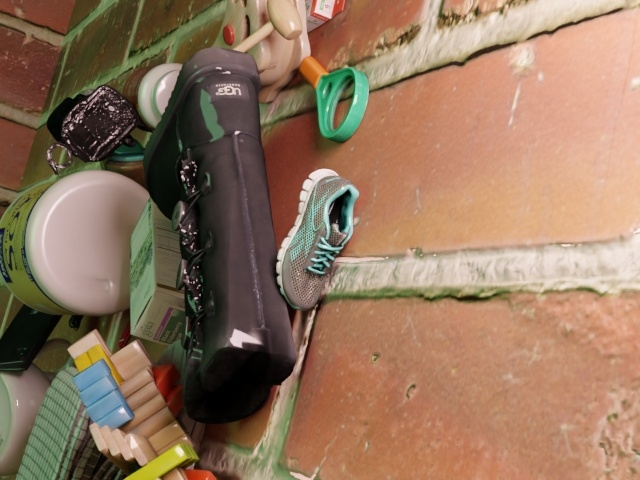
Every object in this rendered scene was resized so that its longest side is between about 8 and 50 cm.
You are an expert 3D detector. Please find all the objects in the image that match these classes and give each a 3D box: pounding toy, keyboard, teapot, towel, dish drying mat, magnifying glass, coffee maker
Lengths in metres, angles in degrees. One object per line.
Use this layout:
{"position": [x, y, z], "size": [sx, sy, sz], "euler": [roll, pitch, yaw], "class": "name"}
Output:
{"position": [-0.114, -0.293, 1.696], "size": [0.269, 0.154, 0.154], "euler": [-39, 65, 57], "class": "pounding toy"}
{"position": [-0.493, 0.124, 2.320], "size": [0.201, 0.033, 0.317], "euler": [-9, 39, 34], "class": "keyboard"}
{"position": [-0.588, 0.330, 2.367], "size": [0.256, 0.187, 0.253], "euler": [-13, 79, 35], "class": "teapot"}
{"position": [-0.387, 0.354, 1.953], "size": [0.235, 0.121, 0.284], "euler": [5, 77, 66], "class": "towel"}
{"position": [-0.329, 0.150, 2.111], "size": [0.083, 0.008, 0.032], "euler": [-61, 24, 24], "class": "dish drying mat"}
{"position": [0.012, -0.192, 1.564], "size": [0.092, 0.026, 0.231], "euler": [-65, 25, 16], "class": "magnifying glass"}
{"position": [-0.418, -0.196, 2.134], "size": [0.178, 0.171, 0.120], "euler": [13, 125, 68], "class": "coffee maker"}

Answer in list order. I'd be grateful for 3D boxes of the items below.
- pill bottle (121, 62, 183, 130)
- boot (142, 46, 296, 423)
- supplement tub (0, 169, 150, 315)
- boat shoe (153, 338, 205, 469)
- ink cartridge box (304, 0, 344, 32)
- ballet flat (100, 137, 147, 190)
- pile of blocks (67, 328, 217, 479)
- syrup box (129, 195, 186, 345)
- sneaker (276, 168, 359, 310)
{"position": [-0.266, -0.245, 2.118], "size": [0.216, 0.121, 0.121], "euler": [14, 86, 68], "class": "pill bottle"}
{"position": [-0.136, 0.033, 1.606], "size": [0.367, 0.146, 0.445], "euler": [108, 154, -57], "class": "boot"}
{"position": [-0.423, 0.010, 2.111], "size": [0.331, 0.241, 0.241], "euler": [-6, 68, 62], "class": "supplement tub"}
{"position": [-0.195, 0.245, 1.632], "size": [0.076, 0.083, 0.226], "euler": [61, -143, -55], "class": "boat shoe"}
{"position": [0.001, -0.332, 1.683], "size": [0.115, 0.029, 0.063], "euler": [-14, 61, 65], "class": "ink cartridge box"}
{"position": [-0.349, -0.114, 2.251], "size": [0.342, 0.116, 0.124], "euler": [-152, 61, -68], "class": "ballet flat"}
{"position": [-0.212, 0.220, 1.515], "size": [0.112, 0.149, 0.362], "euler": [-33, 54, -2], "class": "pile of blocks"}
{"position": [-0.226, 0.045, 1.836], "size": [0.093, 0.096, 0.237], "euler": [-60, 25, 31], "class": "syrup box"}
{"position": [0.000, 0.000, 1.397], "size": [0.076, 0.065, 0.167], "euler": [11, 88, 59], "class": "sneaker"}
